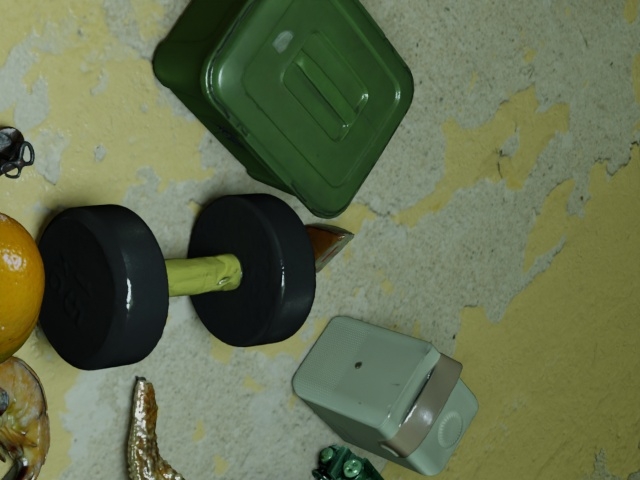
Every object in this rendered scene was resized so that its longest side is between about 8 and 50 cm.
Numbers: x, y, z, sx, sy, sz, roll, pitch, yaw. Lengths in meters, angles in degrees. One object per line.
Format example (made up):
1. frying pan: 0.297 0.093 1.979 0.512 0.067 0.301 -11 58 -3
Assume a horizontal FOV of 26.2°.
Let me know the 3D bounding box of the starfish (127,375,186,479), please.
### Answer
1. starfish: -0.211 0.451 1.907 0.398 0.132 0.384 43 76 -39

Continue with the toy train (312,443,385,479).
1. toy train: 0.062 0.384 2.152 0.071 0.111 0.170 -56 133 -23

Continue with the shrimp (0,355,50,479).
1. shrimp: -0.420 0.286 1.689 0.178 0.075 0.289 36 64 -47

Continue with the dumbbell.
1. dumbbell: -0.182 0.048 1.748 0.322 0.204 0.204 -6 106 -43

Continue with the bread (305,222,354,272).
1. bread: 0.000 0.000 2.017 0.043 0.109 0.062 -8 64 -47

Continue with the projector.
1. projector: 0.106 0.235 2.057 0.177 0.242 0.163 48 66 -40

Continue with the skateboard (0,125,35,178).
1. skateboard: -0.392 -0.072 1.591 0.151 0.080 0.067 -52 131 -19

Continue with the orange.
1. orange: -0.417 0.065 1.509 0.240 0.240 0.171 -2 60 -44

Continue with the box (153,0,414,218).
1. box: -0.050 -0.217 1.819 0.253 0.178 0.329 -56 135 -14
